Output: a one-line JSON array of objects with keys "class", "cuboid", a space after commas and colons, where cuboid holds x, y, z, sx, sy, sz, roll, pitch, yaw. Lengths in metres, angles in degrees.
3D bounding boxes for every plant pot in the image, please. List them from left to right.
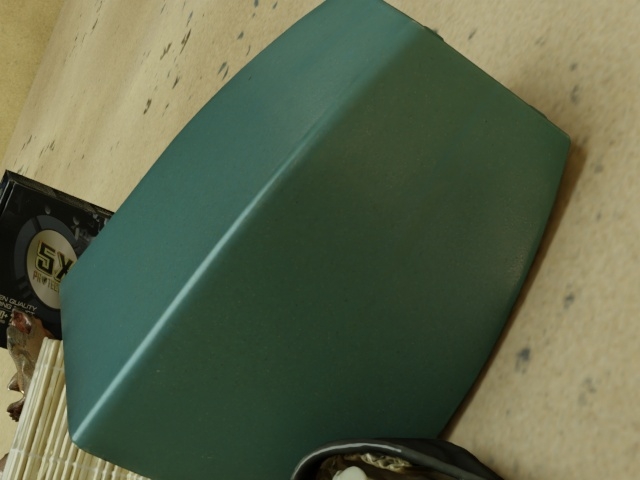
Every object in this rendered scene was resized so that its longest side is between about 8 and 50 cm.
[{"class": "plant pot", "cuboid": [0.000, 0.000, 0.516, 0.234, 0.165, 0.165, -55, 26, 11]}]

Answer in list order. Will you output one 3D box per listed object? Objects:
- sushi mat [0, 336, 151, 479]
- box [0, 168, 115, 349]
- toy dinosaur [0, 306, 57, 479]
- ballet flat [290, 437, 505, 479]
[{"class": "sushi mat", "cuboid": [-0.171, 0.226, 0.710, 0.019, 0.151, 0.317, 71, -151, -65]}, {"class": "box", "cuboid": [-0.237, 0.037, 0.944, 0.147, 0.180, 0.077, -65, 23, 2]}, {"class": "toy dinosaur", "cuboid": [-0.228, 0.225, 0.852, 0.200, 0.127, 0.296, -110, 32, -69]}, {"class": "ballet flat", "cuboid": [0.062, 0.132, 0.343, 0.280, 0.096, 0.095, 8, 76, 65]}]
